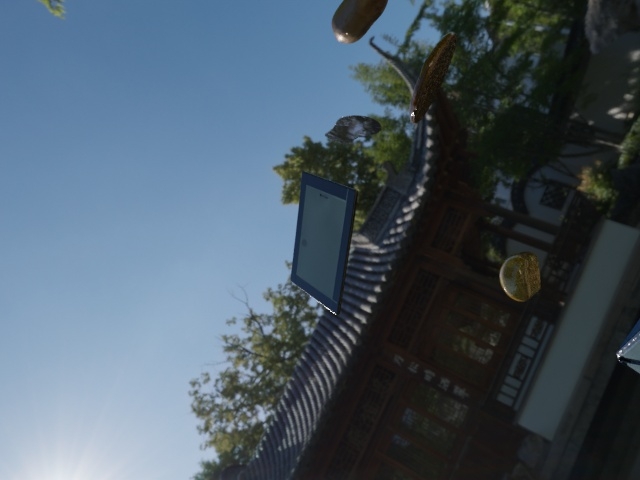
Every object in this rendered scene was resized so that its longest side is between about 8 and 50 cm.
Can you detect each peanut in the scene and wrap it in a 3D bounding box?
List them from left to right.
[{"bbox_3d":[0.078,-0.459,0.967,0.152,0.076,0.076,-36,5,47],"label":"peanut"}]

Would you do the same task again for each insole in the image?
[{"bbox_3d":[0.083,-0.305,1.335,0.322,0.109,0.007,-172,102,-75],"label":"insole"}]

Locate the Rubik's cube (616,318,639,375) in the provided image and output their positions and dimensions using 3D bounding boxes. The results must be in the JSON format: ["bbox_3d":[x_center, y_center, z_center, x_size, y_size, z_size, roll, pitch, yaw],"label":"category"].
[{"bbox_3d":[0.849,0.205,1.035,0.246,0.250,0.248,-38,-28,-23],"label":"Rubik's cube"}]

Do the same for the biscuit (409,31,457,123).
[{"bbox_3d":[0.309,-0.452,1.345,0.261,0.037,0.262,-57,-13,-21],"label":"biscuit"}]

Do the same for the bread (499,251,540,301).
[{"bbox_3d":[0.607,0.110,1.473,0.217,0.098,0.147,1,-99,-54],"label":"bread"}]

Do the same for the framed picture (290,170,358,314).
[{"bbox_3d":[0.000,0.000,1.338,0.016,0.265,0.346,-4,-71,-33],"label":"framed picture"}]
